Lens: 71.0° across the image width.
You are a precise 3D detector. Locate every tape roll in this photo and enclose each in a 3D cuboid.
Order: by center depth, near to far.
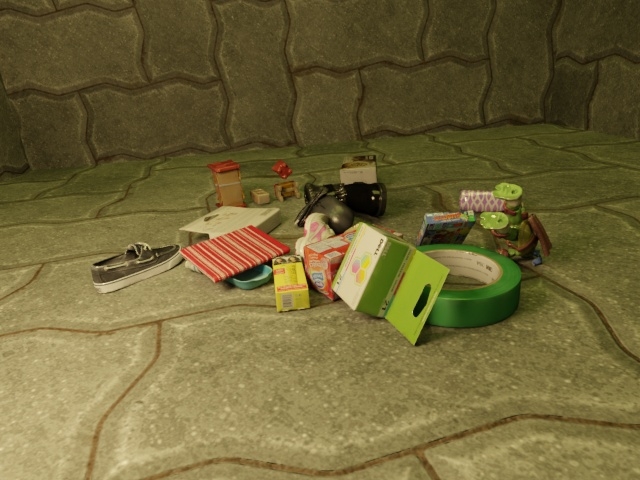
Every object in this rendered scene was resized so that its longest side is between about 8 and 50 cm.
[{"bbox_3d":[0.328,0.101,1.128,0.322,0.077,0.321,-4,21,1],"label":"tape roll"}]

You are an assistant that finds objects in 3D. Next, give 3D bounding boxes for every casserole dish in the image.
[{"bbox_3d":[-0.219,0.097,1.303,0.114,0.036,0.189,-22,27,-37],"label":"casserole dish"}]

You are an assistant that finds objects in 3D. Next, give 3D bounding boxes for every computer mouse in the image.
[{"bbox_3d":[0.013,-0.101,1.605,0.188,0.072,0.272,-51,38,-4],"label":"computer mouse"}]

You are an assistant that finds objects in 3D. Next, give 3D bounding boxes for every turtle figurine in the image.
[{"bbox_3d":[0.495,-0.046,1.267,0.198,0.266,0.274,-35,52,10],"label":"turtle figurine"}]

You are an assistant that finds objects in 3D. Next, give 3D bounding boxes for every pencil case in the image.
[{"bbox_3d":[0.630,-0.148,1.706,0.206,0.086,0.088,5,-4,20],"label":"pencil case"}]

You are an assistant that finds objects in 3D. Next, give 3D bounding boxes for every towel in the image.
[{"bbox_3d":[-0.251,0.035,1.345,0.275,0.031,0.199,-23,39,-40],"label":"towel"}]

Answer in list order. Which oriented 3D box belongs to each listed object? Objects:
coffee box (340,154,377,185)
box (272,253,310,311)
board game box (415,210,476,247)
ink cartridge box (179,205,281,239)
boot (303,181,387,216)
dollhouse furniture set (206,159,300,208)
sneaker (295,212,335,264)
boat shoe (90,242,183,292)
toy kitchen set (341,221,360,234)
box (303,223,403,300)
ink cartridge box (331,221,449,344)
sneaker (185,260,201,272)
[{"bbox_3d":[0.192,-0.328,2.195,0.168,0.118,0.297,-2,22,9],"label":"coffee box"},{"bbox_3d":[-0.084,0.109,1.213,0.088,0.058,0.232,-6,22,-5],"label":"box"},{"bbox_3d":[0.361,-0.024,1.319,0.136,0.201,0.035,-4,66,1],"label":"board game box"},{"bbox_3d":[-0.324,-0.053,1.666,0.261,0.066,0.296,4,22,21],"label":"ink cartridge box"},{"bbox_3d":[0.088,-0.162,1.765,0.260,0.131,0.348,-4,10,-17],"label":"boot"},{"bbox_3d":[-0.297,-0.269,2.029,0.375,0.201,0.152,-14,23,-22],"label":"dollhouse furniture set"},{"bbox_3d":[0.000,0.000,1.423,0.111,0.102,0.252,5,37,11],"label":"sneaker"},{"bbox_3d":[-0.556,0.055,1.384,0.108,0.102,0.301,14,28,39],"label":"boat shoe"},{"bbox_3d":[0.126,-0.003,1.509,0.083,0.075,0.068,-34,61,11],"label":"toy kitchen set"},{"bbox_3d":[0.095,0.053,1.233,0.257,0.122,0.128,-18,25,-31],"label":"box"},{"bbox_3d":[0.148,0.087,1.019,0.097,0.188,0.255,19,10,-27],"label":"ink cartridge box"},{"bbox_3d":[-0.356,0.043,1.430,0.083,0.071,0.191,1,21,29],"label":"sneaker"}]
